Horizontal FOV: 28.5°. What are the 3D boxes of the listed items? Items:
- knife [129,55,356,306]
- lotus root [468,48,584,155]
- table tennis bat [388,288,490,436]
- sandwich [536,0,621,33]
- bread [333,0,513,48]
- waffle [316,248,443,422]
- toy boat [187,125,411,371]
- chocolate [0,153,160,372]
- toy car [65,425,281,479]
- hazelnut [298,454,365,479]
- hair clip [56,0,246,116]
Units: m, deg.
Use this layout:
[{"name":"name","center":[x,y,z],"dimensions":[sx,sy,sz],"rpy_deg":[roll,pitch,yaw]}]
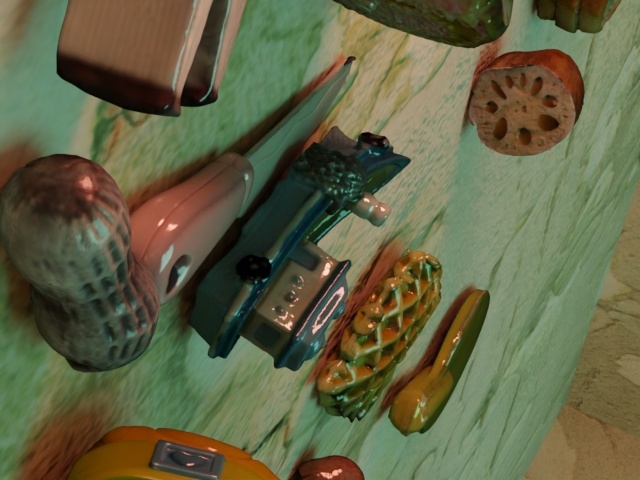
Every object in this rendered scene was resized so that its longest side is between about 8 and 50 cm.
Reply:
[{"name":"knife","center":[-0.046,-0.046,0.900],"dimensions":[0.336,0.043,0.081],"rpy_deg":[-45,158,-52]},{"name":"lotus root","center":[0.233,-0.156,1.412],"dimensions":[0.081,0.122,0.112],"rpy_deg":[-50,132,-55]},{"name":"table tennis bat","center":[0.167,0.189,1.771],"dimensions":[0.369,0.054,0.224],"rpy_deg":[-33,144,-66]},{"name":"sandwich","center":[0.353,-0.391,1.492],"dimensions":[0.273,0.095,0.249],"rpy_deg":[-51,160,-40]},{"name":"bread","center":[0.064,-0.225,0.801],"dimensions":[0.261,0.158,0.156],"rpy_deg":[11,99,-74]},{"name":"waffle","center":[0.069,0.105,1.374],"dimensions":[0.207,0.054,0.214],"rpy_deg":[-59,163,-11]},{"name":"toy boat","center":[0.000,0.000,0.967],"dimensions":[0.238,0.098,0.109],"rpy_deg":[-54,175,-34]},{"name":"chocolate","center":[-0.130,0.016,0.689],"dimensions":[0.072,0.072,0.167],"rpy_deg":[-56,157,-28]},{"name":"toy car","center":[-0.107,0.232,0.863],"dimensions":[0.142,0.200,0.247],"rpy_deg":[-80,-172,-68]},{"name":"hazelnut","center":[0.007,0.270,1.382],"dimensions":[0.086,0.086,0.086],"rpy_deg":[-54,158,-33]},{"name":"hair clip","center":[-0.042,-0.224,0.609],"dimensions":[0.330,0.085,0.101],"rpy_deg":[-71,163,9]}]
